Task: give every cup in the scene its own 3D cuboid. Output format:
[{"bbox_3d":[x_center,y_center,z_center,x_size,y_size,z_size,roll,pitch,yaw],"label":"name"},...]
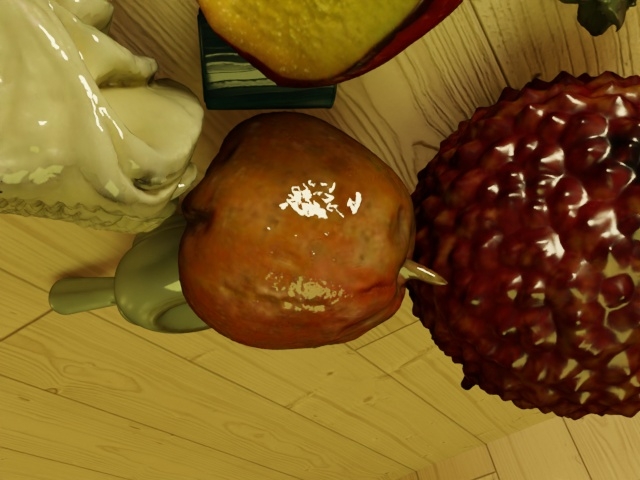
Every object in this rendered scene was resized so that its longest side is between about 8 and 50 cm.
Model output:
[{"bbox_3d":[-0.061,-0.186,0.682,0.138,0.113,0.150,-4,139,-10],"label":"cup"}]

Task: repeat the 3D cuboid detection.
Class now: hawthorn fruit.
[{"bbox_3d":[0.000,0.000,0.707,0.298,0.277,0.277,17,144,16],"label":"hawthorn fruit"}]

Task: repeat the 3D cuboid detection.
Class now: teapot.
[{"bbox_3d":[-0.244,0.056,0.889,0.319,0.149,0.220,-9,152,-10],"label":"teapot"}]

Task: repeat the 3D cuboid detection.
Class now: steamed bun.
[{"bbox_3d":[-0.276,-0.142,0.572,0.347,0.237,0.394,3,174,24],"label":"steamed bun"}]

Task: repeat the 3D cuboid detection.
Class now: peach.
[{"bbox_3d":[0.026,-0.258,0.516,0.245,0.248,0.274,-3,140,-49],"label":"peach"}]

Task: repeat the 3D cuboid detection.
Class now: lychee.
[{"bbox_3d":[0.304,0.029,0.806,0.425,0.424,0.499,7,118,-24],"label":"lychee"}]

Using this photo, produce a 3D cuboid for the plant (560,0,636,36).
[{"bbox_3d":[0.333,-0.306,0.633,0.203,0.131,0.142,-44,151,15],"label":"plant"}]
